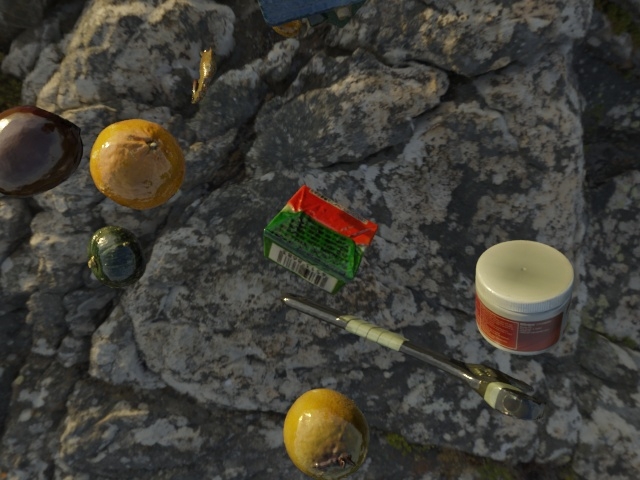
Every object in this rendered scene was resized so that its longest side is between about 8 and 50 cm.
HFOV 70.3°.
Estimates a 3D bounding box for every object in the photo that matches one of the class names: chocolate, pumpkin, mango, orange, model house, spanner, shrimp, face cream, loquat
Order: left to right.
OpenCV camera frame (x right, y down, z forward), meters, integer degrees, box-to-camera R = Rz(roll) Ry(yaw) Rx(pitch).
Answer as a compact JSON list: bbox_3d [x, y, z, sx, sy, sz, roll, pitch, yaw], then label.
[{"bbox_3d":[-0.425,-0.125,0.669,0.124,0.127,0.133,19,86,-25],"label":"chocolate"},{"bbox_3d":[-0.583,0.047,1.297,0.146,0.190,0.191,-20,101,-21],"label":"pumpkin"},{"bbox_3d":[-0.438,-0.184,1.101,0.219,0.193,0.220,0,91,-24],"label":"orange"},{"bbox_3d":[-0.409,-0.568,1.583,0.058,0.253,0.173,18,124,-27],"label":"shrimp"},{"bbox_3d":[-0.111,-0.695,1.454,0.114,0.057,0.079,-4,91,-41],"label":"mango"},{"bbox_3d":[-0.025,-0.740,1.228,0.334,0.382,0.343,-7,100,18],"label":"model house"},{"bbox_3d":[0.000,0.000,1.730,0.360,0.341,0.161,29,133,5],"label":"chocolate"},{"bbox_3d":[0.012,0.370,0.891,0.172,0.204,0.149,28,111,-16],"label":"loquat"},{"bbox_3d":[0.089,0.117,0.520,0.315,0.087,0.024,19,99,27],"label":"spanner"},{"bbox_3d":[0.461,0.132,1.044,0.200,0.201,0.187,-16,128,0],"label":"face cream"}]
